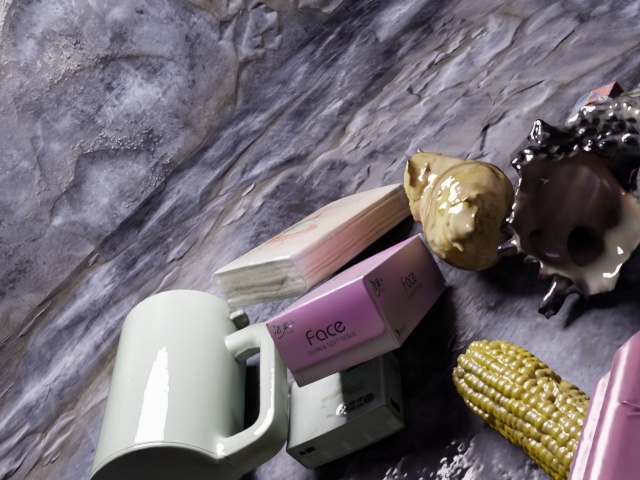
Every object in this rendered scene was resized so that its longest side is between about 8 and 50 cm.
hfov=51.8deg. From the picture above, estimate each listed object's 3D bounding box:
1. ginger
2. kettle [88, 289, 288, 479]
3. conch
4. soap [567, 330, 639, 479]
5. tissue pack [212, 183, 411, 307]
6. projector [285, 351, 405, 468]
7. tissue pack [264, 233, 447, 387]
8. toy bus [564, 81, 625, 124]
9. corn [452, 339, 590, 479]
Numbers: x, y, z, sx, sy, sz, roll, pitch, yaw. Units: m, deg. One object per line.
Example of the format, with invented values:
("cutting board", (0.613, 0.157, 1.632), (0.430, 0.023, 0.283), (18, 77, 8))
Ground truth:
("ginger", (0.192, -0.043, 0.884), (0.267, 0.152, 0.138), (-114, 36, -71))
("kettle", (-0.178, 0.238, 0.942), (0.264, 0.205, 0.318), (-2, 30, -4))
("conch", (0.338, -0.051, 0.718), (0.313, 0.186, 0.241), (-37, 39, 2))
("soap", (0.291, 0.141, 0.455), (0.192, 0.109, 0.324), (20, 56, 19))
("tissue pack", (0.000, 0.000, 1.037), (0.170, 0.071, 0.325), (-15, 13, 40))
("projector", (0.032, 0.208, 0.830), (0.147, 0.061, 0.115), (-30, 30, 21))
("tissue pack", (0.058, 0.079, 0.840), (0.148, 0.093, 0.246), (-27, 0, 25))
("toy bus", (0.361, -0.131, 0.901), (0.077, 0.065, 0.192), (-11, 39, 57))
("corn", (0.221, 0.171, 0.614), (0.086, 0.086, 0.288), (-44, 29, -5))
